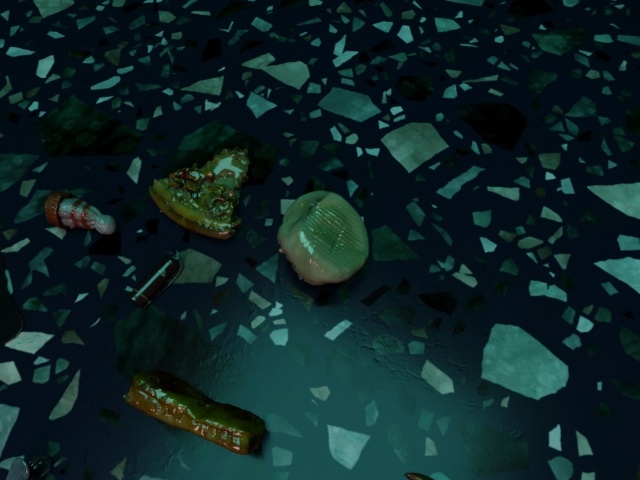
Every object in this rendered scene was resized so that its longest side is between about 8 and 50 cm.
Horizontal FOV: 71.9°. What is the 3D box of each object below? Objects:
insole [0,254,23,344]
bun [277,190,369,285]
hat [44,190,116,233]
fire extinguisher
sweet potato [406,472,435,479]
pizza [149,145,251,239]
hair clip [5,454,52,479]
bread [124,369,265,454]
[{"bbox_3d":[-0.805,0.116,1.072,0.109,0.007,0.322,-36,67,-14],"label":"insole"},{"bbox_3d":[0.000,0.000,1.043,0.229,0.145,0.229,17,58,-28],"label":"bun"},{"bbox_3d":[-0.598,-0.064,1.123,0.162,0.112,0.093,13,90,-3],"label":"hat"},{"bbox_3d":[-0.387,0.088,1.055,0.064,0.043,0.158,44,69,-10],"label":"fire extinguisher"},{"bbox_3d":[0.209,0.470,0.840,0.095,0.034,0.034,32,67,13],"label":"sweet potato"},{"bbox_3d":[-0.270,-0.120,1.149,0.288,0.074,0.251,-32,68,-13],"label":"pizza"},{"bbox_3d":[-0.621,0.534,0.820,0.048,0.083,0.275,30,74,10],"label":"hair clip"},{"bbox_3d":[-0.244,0.335,0.868,0.271,0.139,0.077,20,74,14],"label":"bread"}]
